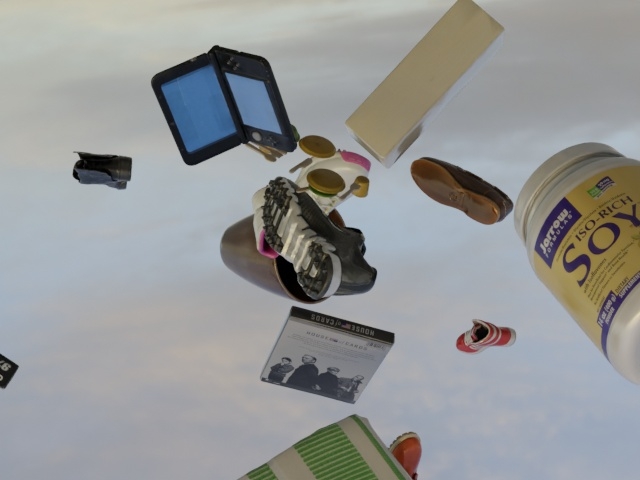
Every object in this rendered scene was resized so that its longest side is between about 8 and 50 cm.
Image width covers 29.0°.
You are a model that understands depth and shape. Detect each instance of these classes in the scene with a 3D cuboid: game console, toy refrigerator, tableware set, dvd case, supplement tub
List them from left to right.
[{"bbox_3d":[-0.095,-0.128,1.255,0.107,0.122,0.071,19,-125,34],"label":"game console"},{"bbox_3d":[-0.010,-0.093,1.507,0.154,0.024,0.104,30,-142,18],"label":"tableware set"},{"bbox_3d":[0.008,0.199,2.105,0.179,0.239,0.030,16,-125,-7],"label":"dvd case"},{"bbox_3d":[0.159,-0.245,1.914,0.269,0.094,0.102,-48,171,1],"label":"toy refrigerator"},{"bbox_3d":[0.451,0.027,1.808,0.241,0.241,0.331,-13,-140,-18],"label":"supplement tub"}]

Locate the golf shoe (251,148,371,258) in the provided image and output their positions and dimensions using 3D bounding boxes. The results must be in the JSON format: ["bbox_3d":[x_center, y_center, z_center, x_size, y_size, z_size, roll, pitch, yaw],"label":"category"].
[{"bbox_3d":[-0.017,-0.062,2.270,0.115,0.140,0.306,25,146,-29],"label":"golf shoe"}]

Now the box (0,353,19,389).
[{"bbox_3d":[-0.636,0.176,2.139,0.051,0.220,0.175,-58,-163,-16],"label":"box"}]

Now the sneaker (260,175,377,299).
[{"bbox_3d":[0.000,0.000,1.573,0.106,0.078,0.234,9,-151,-31],"label":"sneaker"}]

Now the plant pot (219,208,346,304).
[{"bbox_3d":[-0.096,0.019,2.572,0.230,0.215,0.215,2,-161,44],"label":"plant pot"}]

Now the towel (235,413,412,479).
[{"bbox_3d":[-0.005,0.416,1.785,0.325,0.248,0.038,-30,160,-24],"label":"towel"}]

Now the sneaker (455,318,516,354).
[{"bbox_3d":[0.240,0.150,1.934,0.067,0.042,0.118,15,159,-37],"label":"sneaker"}]

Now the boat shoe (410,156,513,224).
[{"bbox_3d":[0.265,-0.097,2.324,0.207,0.073,0.073,36,-139,23],"label":"boat shoe"}]

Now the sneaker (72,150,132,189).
[{"bbox_3d":[-0.332,-0.107,1.867,0.089,0.051,0.170,2,177,-14],"label":"sneaker"}]

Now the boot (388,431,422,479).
[{"bbox_3d":[0.129,0.373,1.888,0.059,0.158,0.084,7,-162,-27],"label":"boot"}]
